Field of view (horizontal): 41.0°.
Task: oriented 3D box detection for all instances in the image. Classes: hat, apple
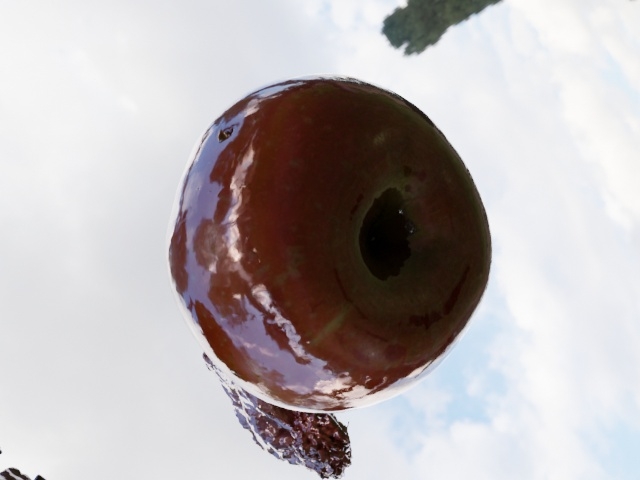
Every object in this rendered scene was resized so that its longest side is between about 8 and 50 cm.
[{"bbox_3d":[-0.036,0.235,1.125,0.237,0.286,0.107,47,-107,-18],"label":"hat"},{"bbox_3d":[0.000,0.000,0.678,0.260,0.216,0.261,2,-94,-38],"label":"apple"}]

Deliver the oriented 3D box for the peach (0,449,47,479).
[{"bbox_3d":[-0.419,0.402,0.901,0.406,0.335,0.310,30,-152,-36],"label":"peach"}]
